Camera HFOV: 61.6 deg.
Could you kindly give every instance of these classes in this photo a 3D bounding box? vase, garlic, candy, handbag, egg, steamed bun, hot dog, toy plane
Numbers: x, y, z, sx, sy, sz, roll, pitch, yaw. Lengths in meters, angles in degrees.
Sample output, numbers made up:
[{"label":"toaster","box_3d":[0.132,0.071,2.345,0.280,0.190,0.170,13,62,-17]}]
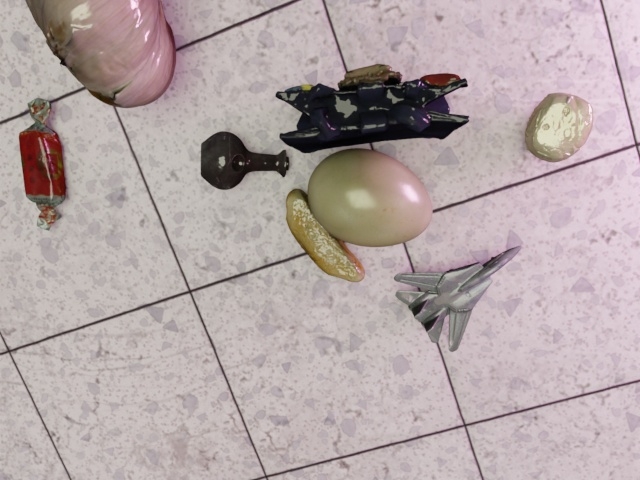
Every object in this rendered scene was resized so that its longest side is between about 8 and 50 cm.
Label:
[{"label":"vase","box_3d":[-0.156,-0.164,1.118,0.182,0.120,0.120,0,103,-12]},{"label":"garlic","box_3d":[-0.399,-0.394,0.996,0.240,0.322,0.322,-16,101,-19]},{"label":"candy","box_3d":[-0.612,-0.164,1.184,0.086,0.059,0.292,0,101,7]},{"label":"handbag","box_3d":[0.091,-0.231,0.959,0.303,0.329,0.122,-4,98,7]},{"label":"egg","box_3d":[0.098,-0.081,1.060,0.253,0.188,0.189,15,103,-5]},{"label":"steamed bun","box_3d":[0.461,-0.217,1.041,0.112,0.091,0.130,20,106,6]},{"label":"hot dog","box_3d":[0.000,0.000,1.142,0.073,0.084,0.242,-37,96,16]},{"label":"toy plane","box_3d":[0.305,0.089,1.133,0.267,0.088,0.212,-39,97,4]}]
